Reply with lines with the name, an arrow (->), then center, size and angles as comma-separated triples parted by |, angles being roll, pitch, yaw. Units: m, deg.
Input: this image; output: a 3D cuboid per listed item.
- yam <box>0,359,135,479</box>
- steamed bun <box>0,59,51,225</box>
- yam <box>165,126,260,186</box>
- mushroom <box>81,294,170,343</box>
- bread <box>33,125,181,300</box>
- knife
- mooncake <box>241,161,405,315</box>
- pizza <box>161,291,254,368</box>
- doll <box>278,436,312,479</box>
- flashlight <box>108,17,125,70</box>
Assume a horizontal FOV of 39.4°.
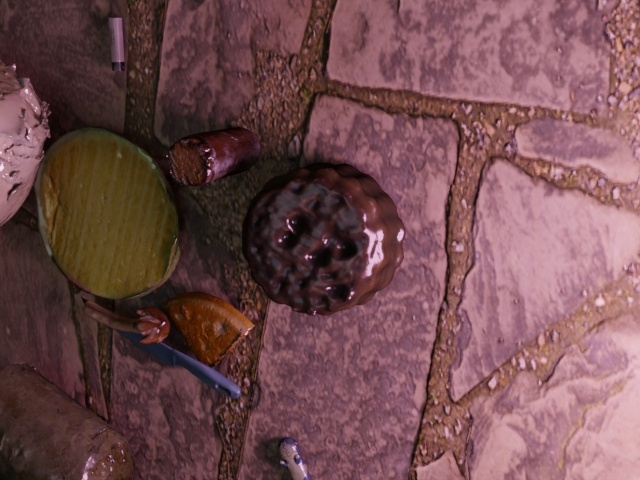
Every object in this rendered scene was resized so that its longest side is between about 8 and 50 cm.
yam -> -0.478, 0.363, 1.568 | 0.300, 0.195, 0.195 | 34, 115, 16
steamed bun -> -0.576, -0.135, 1.448 | 0.233, 0.334, 0.312 | 22, 123, -14
yam -> -0.156, -0.124, 1.316 | 0.079, 0.141, 0.079 | 8, 107, 26
mushroom -> -0.333, 0.129, 1.490 | 0.187, 0.061, 0.060 | 11, 94, 25
bread -> -0.351, -0.044, 1.487 | 0.301, 0.045, 0.301 | 8, 108, 24
knife -> -0.248, 0.192, 1.484 | 0.313, 0.019, 0.044 | 25, 129, 30
mooncake -> 0.000, 0.000, 1.280 | 0.228, 0.124, 0.228 | 6, 104, 24
pizza -> -0.177, 0.146, 1.444 | 0.178, 0.041, 0.131 | 0, 107, 34
doll -> -0.036, 0.375, 1.441 | 0.037, 0.027, 0.125 | -21, 92, 21
flashlight -> -0.323, -0.311, 1.422 | 0.018, 0.018, 0.083 | 5, 104, 25
